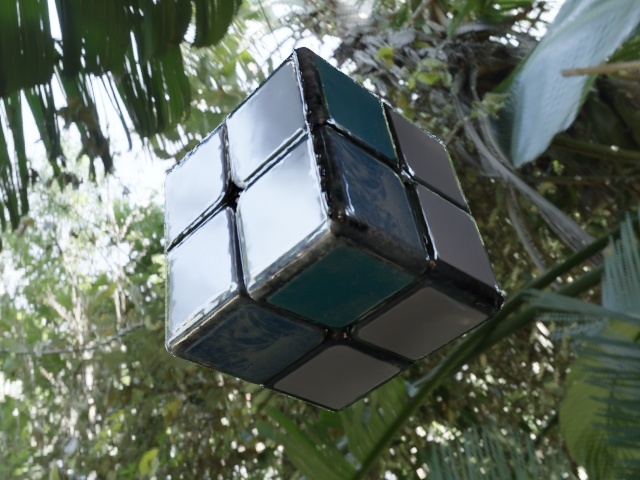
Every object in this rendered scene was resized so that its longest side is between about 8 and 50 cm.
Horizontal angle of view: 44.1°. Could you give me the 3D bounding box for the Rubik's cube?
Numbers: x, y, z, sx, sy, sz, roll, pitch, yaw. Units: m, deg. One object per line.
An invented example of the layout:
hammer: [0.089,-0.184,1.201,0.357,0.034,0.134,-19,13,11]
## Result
Rubik's cube: [0.000,0.000,1.048,0.318,0.316,0.313,28,-53,-36]
